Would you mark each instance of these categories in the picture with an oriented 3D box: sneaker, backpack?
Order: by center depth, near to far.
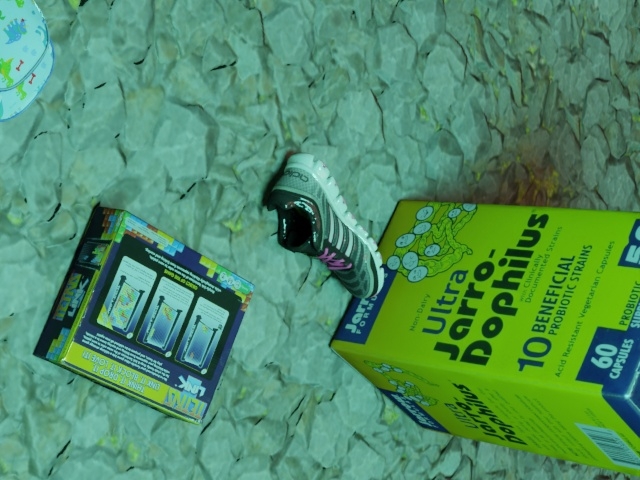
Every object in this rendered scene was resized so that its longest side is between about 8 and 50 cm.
[{"bbox_3d":[-0.258,-0.148,0.949,0.105,0.084,0.114,-54,131,-24],"label":"backpack"},{"bbox_3d":[0.000,0.000,1.238,0.075,0.063,0.170,-47,120,-32],"label":"sneaker"}]

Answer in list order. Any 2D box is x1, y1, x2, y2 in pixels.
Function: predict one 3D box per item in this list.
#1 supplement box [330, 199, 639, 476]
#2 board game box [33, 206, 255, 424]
[{"bbox_3d":[0.225,0.094,1.261,0.195,0.357,0.194,44,63,-38],"label":"supplement box"},{"bbox_3d":[-0.150,0.069,1.104,0.170,0.048,0.141,34,72,-42],"label":"board game box"}]
